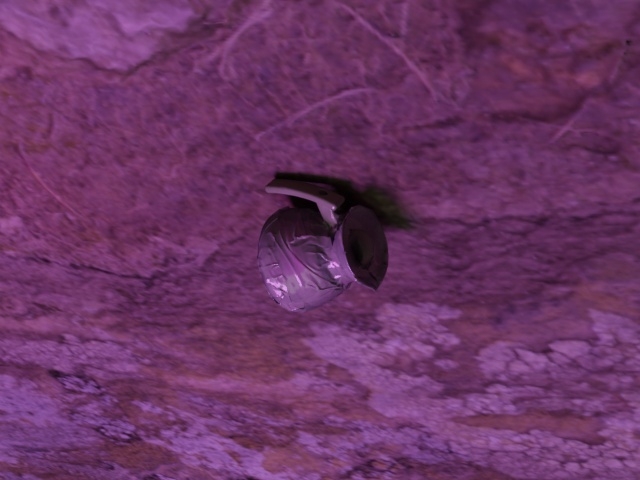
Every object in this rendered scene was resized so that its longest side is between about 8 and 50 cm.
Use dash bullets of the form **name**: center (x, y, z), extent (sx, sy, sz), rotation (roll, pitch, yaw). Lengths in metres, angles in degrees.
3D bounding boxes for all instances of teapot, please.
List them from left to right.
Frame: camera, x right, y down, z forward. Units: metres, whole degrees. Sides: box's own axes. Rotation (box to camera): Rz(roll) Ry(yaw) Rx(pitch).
- **teapot**: center (0.000, 0.000, 0.851), extent (0.064, 0.064, 0.083), rotation (-11, 109, 33)
